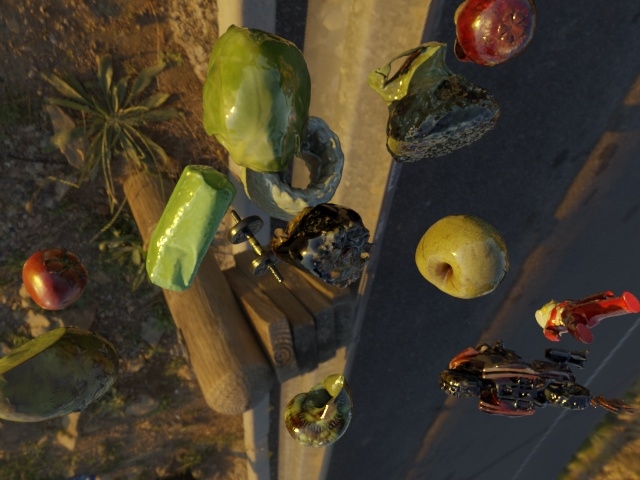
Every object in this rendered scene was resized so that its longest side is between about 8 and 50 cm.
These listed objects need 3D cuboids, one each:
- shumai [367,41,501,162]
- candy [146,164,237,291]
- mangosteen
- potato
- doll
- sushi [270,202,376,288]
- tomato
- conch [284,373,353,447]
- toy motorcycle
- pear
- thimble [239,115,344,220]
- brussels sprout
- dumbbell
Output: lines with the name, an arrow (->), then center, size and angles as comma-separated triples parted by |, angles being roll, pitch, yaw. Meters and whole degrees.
shumai -> 0.345, -0.442, 1.550 | 0.394, 0.349, 0.395 | -14, 172, -2
candy -> -0.345, -0.032, 1.311 | 0.142, 0.132, 0.344 | 8, 116, -47
mangosteen -> 0.318, -0.422, 0.957 | 0.156, 0.181, 0.145 | -40, 139, 15
potato -> -0.534, 0.265, 1.004 | 0.141, 0.176, 0.298 | -15, 171, 21
doll -> 0.650, 0.194, 1.274 | 0.188, 0.099, 0.384 | -33, 168, -1
sushi -> 0.002, 0.004, 1.220 | 0.213, 0.204, 0.200 | -41, 138, -5
tomato -> -0.706, 0.104, 1.332 | 0.167, 0.167, 0.167 | -21, 139, -20
conch -> 0.000, 0.441, 1.293 | 0.124, 0.181, 0.187 | 54, 54, -27
toy motorcycle -> 0.441, 0.284, 1.025 | 0.400, 0.207, 0.134 | 3, 99, 8
pear -> 0.269, 0.028, 0.948 | 0.136, 0.167, 0.167 | -45, 146, -26
thimble -> -0.087, -0.207, 1.435 | 0.291, 0.292, 0.195 | -15, 173, -26
brussels sprout -> -0.142, -0.314, 1.117 | 0.246, 0.328, 0.328 | 16, 128, 4
dumbbell -> -0.229, 0.018, 1.790 | 0.143, 0.326, 0.143 | -34, 166, -10
